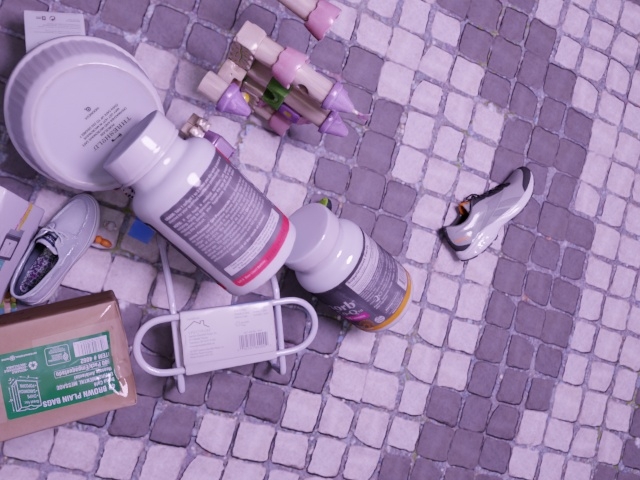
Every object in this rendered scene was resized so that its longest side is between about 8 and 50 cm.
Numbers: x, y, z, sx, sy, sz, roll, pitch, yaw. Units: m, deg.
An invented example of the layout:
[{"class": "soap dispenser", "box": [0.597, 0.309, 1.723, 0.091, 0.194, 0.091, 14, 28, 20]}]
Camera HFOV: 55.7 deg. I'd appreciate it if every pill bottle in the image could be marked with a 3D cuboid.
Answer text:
[{"class": "pill bottle", "box": [-0.205, -0.064, 1.040, 0.318, 0.176, 0.176, 45, 76, -27]}, {"class": "pill bottle", "box": [0.049, 0.056, 1.190, 0.278, 0.162, 0.162, 39, 77, -36]}]

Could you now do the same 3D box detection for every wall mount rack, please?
[{"class": "wall mount rack", "box": [-0.191, 0.126, 1.177, 0.349, 0.130, 0.305, -6, 95, -18]}]

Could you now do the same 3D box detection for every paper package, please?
[{"class": "paper package", "box": [-0.479, 0.203, 0.979, 0.324, 0.309, 0.168, -12, 93, -19]}]

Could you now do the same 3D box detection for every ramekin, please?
[{"class": "ramekin", "box": [-0.397, -0.211, 1.053, 0.272, 0.127, 0.273, -13, 117, -28]}]

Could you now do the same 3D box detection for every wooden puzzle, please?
[{"class": "wooden puzzle", "box": [-0.583, 0.109, 1.104, 0.083, 0.006, 0.050, -2, 90, -18]}]

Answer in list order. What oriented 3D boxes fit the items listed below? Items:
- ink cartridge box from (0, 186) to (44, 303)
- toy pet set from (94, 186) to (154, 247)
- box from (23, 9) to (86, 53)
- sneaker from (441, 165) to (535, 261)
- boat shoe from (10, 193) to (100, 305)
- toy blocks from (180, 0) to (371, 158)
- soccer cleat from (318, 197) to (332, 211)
[{"class": "ink cartridge box", "box": [-0.597, -0.015, 0.955, 0.198, 0.270, 0.197, 24, 81, -11]}, {"class": "toy pet set", "box": [-0.369, -0.037, 1.145, 0.114, 0.065, 0.122, 29, 81, -16]}, {"class": "box", "box": [-0.478, -0.353, 1.100, 0.101, 0.087, 0.102, -4, 90, -19]}, {"class": "sneaker", "box": [0.386, -0.078, 1.381, 0.108, 0.100, 0.271, 46, 77, -7]}, {"class": "boat shoe", "box": [-0.478, 0.013, 1.093, 0.079, 0.081, 0.228, 28, 81, 3]}, {"class": "toy blocks", "box": [-0.065, -0.253, 1.131, 0.260, 0.288, 0.309, 35, 76, -9]}, {"class": "soccer cleat", "box": [0.000, 0.000, 1.276, 0.072, 0.060, 0.179, 15, 91, -27]}]
